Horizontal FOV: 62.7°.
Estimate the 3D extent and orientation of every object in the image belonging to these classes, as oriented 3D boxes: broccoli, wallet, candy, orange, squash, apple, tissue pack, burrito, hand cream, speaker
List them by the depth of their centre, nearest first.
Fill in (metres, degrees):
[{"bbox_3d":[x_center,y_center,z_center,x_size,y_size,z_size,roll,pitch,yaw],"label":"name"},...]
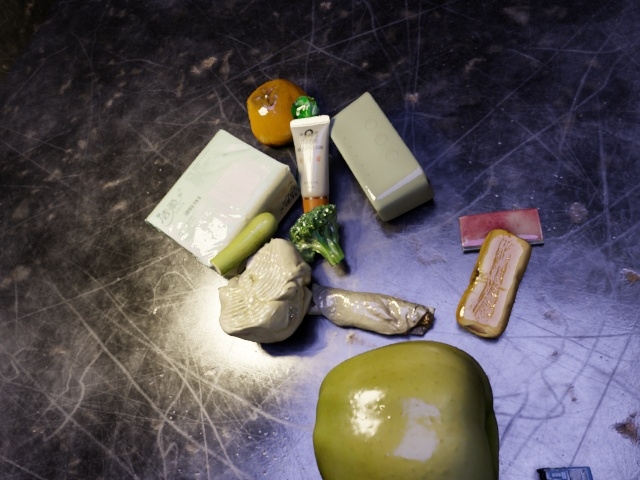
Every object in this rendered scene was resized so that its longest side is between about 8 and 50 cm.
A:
[{"bbox_3d":[0.202,0.458,1.240,0.474,0.473,0.473,-6,66,13],"label":"apple"},{"bbox_3d":[0.140,0.211,1.564,0.392,0.076,0.117,9,79,20],"label":"burrito"},{"bbox_3d":[0.543,-0.032,1.585,0.232,0.025,0.119,-6,65,12],"label":"wallet"},{"bbox_3d":[-0.226,0.007,1.586,0.083,0.083,0.250,37,67,25],"label":"squash"},{"bbox_3d":[0.000,0.000,1.639,0.220,0.194,0.194,-44,59,27],"label":"broccoli"},{"bbox_3d":[0.184,-0.266,1.701,0.184,0.183,0.406,-31,63,6],"label":"speaker"},{"bbox_3d":[-0.017,-0.248,1.725,0.140,0.089,0.314,-6,91,21],"label":"hand cream"},{"bbox_3d":[-0.315,-0.116,1.753,0.332,0.205,0.405,31,79,25],"label":"tissue pack"},{"bbox_3d":[-0.060,-0.325,1.790,0.097,0.097,0.323,11,103,19],"label":"candy"},{"bbox_3d":[-0.151,-0.463,1.870,0.249,0.183,0.249,-5,67,13],"label":"orange"}]

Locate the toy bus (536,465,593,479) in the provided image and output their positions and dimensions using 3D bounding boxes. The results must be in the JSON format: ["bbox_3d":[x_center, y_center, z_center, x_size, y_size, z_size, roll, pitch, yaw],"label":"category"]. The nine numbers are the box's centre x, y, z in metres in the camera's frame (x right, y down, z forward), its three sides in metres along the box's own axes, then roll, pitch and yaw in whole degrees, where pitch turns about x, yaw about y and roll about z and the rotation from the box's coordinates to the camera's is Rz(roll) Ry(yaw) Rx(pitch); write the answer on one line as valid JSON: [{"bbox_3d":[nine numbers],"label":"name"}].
[{"bbox_3d":[0.594,0.654,1.225,0.134,0.116,0.234,-8,64,8],"label":"toy bus"}]

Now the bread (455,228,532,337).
[{"bbox_3d":[0.493,0.123,1.490,0.142,0.091,0.305,22,79,16],"label":"bread"}]

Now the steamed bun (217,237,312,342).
[{"bbox_3d":[-0.147,0.173,1.588,0.320,0.206,0.275,-44,47,0],"label":"steamed bun"}]
